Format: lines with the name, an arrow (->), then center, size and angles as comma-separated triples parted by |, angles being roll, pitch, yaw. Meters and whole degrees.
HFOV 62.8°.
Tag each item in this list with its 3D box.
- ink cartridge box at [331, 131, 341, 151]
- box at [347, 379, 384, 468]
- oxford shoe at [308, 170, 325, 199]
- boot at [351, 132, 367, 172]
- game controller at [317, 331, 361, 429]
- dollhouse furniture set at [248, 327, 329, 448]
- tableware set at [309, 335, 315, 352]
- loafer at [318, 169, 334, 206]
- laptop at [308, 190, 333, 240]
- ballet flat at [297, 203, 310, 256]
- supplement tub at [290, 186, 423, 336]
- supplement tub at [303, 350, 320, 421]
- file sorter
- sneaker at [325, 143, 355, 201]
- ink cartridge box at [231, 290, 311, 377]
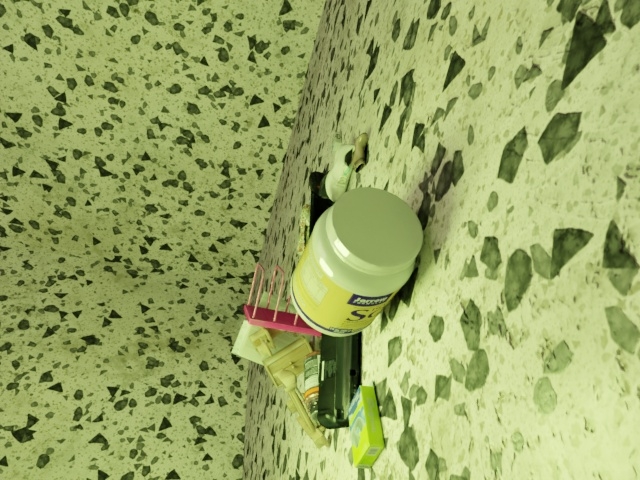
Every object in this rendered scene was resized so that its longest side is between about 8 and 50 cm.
ink cartridge box -> 0.065, -0.406, 2.133 | 0.048, 0.028, 0.083 | 113, 162, -47
box -> 0.106, 0.437, 1.261 | 0.178, 0.043, 0.109 | -96, 20, -49
oxford shoe -> -0.015, -0.211, 2.230 | 0.227, 0.083, 0.096 | -92, 12, -46
boot -> 0.132, -0.282, 1.717 | 0.118, 0.042, 0.086 | 113, 156, -51
game controller -> 0.051, 0.359, 1.469 | 0.166, 0.067, 0.318 | -40, 40, 53
dollhouse furniture set -> -0.054, 0.435, 1.701 | 0.303, 0.174, 0.356 | 65, 163, -17
tableware set -> -0.059, 0.390, 2.060 | 0.194, 0.039, 0.128 | -93, 18, -45
loafer -> 0.028, -0.162, 2.001 | 0.078, 0.076, 0.223 | 7, 79, 67
laptop -> 0.000, 0.000, 1.857 | 0.137, 0.264, 0.234 | -21, 52, 33
ballet flat -> -0.047, -0.041, 2.296 | 0.077, 0.091, 0.240 | 1, 85, 47
supplement tub -> 0.076, 0.056, 1.220 | 0.331, 0.241, 0.240 | 116, 160, -54
supplement tub -> 0.003, 0.440, 1.583 | 0.197, 0.106, 0.106 | -94, 18, -45
file sorter -> -0.085, 0.193, 1.743 | 0.202, 0.291, 0.182 | -153, 76, -76
sneaker -> 0.078, -0.240, 1.854 | 0.094, 0.080, 0.212 | -164, 85, -66
ink cartridge box -> -0.158, 0.342, 1.904 | 0.060, 0.275, 0.238 | -4, 61, 52
